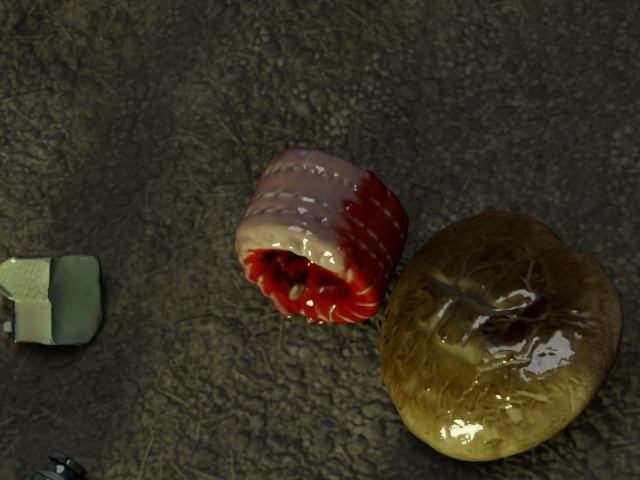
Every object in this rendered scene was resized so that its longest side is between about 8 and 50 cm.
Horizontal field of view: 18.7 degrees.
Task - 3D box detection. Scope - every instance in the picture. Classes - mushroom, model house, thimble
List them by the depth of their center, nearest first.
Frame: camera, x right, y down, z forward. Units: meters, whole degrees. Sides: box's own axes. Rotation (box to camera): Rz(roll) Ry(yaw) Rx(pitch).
[{"bbox_3d":[0.180,0.092,1.985,0.278,0.146,0.278,-19,50,25],"label":"mushroom"},{"bbox_3d":[0.002,-0.002,2.051,0.163,0.189,0.125,12,64,21],"label":"thimble"},{"bbox_3d":[-0.304,0.066,2.142,0.100,0.088,0.100,-1,90,37],"label":"model house"}]

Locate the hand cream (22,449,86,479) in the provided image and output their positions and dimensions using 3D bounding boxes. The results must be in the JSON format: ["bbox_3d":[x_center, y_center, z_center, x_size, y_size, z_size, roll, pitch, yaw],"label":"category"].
[{"bbox_3d":[-0.330,0.339,1.993,0.091,0.058,0.271,22,70,32],"label":"hand cream"}]
